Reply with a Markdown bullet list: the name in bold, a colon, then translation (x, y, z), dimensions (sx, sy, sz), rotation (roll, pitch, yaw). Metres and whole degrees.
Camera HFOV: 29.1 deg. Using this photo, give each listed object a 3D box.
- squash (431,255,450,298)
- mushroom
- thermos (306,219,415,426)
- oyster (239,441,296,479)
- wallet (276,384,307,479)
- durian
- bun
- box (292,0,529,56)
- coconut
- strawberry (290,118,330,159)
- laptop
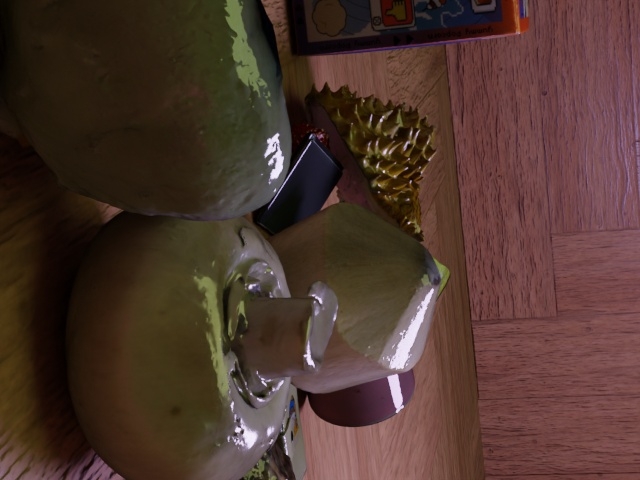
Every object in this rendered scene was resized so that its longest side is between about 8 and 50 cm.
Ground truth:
- **squash**: translation (0.082, 0.109, 2.083), dimensions (0.252, 0.169, 0.093), rotation (-56, 153, -10)
- **mushroom**: translation (-0.089, 0.077, 0.970), dimensions (0.246, 0.202, 0.246), rotation (-8, 90, -67)
- **thermos**: translation (0.042, 0.100, 1.576), dimensions (0.146, 0.176, 0.265), rotation (-37, 133, -32)
- **oyster**: translation (-0.053, 0.306, 1.281), dimensions (0.271, 0.100, 0.275), rotation (54, 36, -39)
- **wallet**: translation (-0.048, 0.221, 1.449), dimensions (0.110, 0.039, 0.155), rotation (-66, 150, -70)
- **durian**: translation (0.052, -0.134, 1.686), dimensions (0.195, 0.185, 0.305), rotation (45, 9, -27)
- **bun**: translation (-0.145, -0.132, 0.846), dimensions (0.283, 0.179, 0.283), rotation (59, -18, 32)
- **box**: translation (0.120, -0.447, 1.743), dimensions (0.257, 0.319, 0.348), rotation (-39, 125, -72)
- **coconut**: translation (0.030, 0.064, 1.376), dimensions (0.202, 0.222, 0.202), rotation (42, 35, -39)
- **strawberry**: translation (-0.024, -0.110, 1.589), dimensions (0.073, 0.073, 0.083), rotation (43, 54, -71)
- **laptop**: translation (-0.024, -0.060, 1.549), dimensions (0.129, 0.016, 0.180), rotation (-57, 162, -2)
